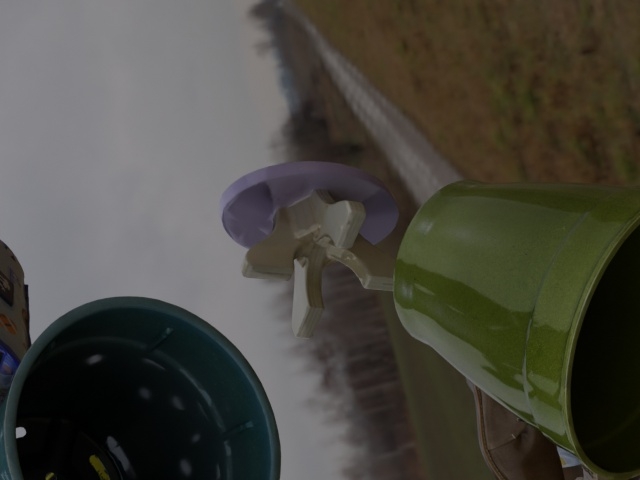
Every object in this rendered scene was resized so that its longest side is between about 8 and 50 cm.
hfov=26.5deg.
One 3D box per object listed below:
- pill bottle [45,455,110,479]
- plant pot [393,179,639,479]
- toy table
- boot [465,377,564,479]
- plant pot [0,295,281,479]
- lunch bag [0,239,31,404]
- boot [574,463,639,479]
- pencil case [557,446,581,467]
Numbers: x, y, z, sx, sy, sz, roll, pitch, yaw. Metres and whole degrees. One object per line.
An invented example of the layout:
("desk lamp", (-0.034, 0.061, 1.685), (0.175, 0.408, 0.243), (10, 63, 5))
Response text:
("pill bottle", (-0.280, 0.278, 1.973), (0.188, 0.334, 0.188), (44, 175, 5))
("plant pot", (0.294, 0.071, 1.761), (0.353, 0.366, 0.366), (21, 137, 44))
("toy table", (0.000, 0.000, 1.963), (0.161, 0.274, 0.252), (-109, 21, -44))
("boot", (0.299, 0.263, 2.020), (0.115, 0.112, 0.305), (-25, 85, 64))
("plant pot", (-0.278, 0.286, 1.649), (0.334, 0.341, 0.341), (-36, 62, 49))
("lunch bag", (-0.602, 0.080, 1.946), (0.239, 0.386, 0.328), (-64, 23, 22))
("boot", (0.488, 0.329, 2.060), (0.090, 0.207, 0.248), (52, 165, 34))
("pencil case", (0.375, 0.239, 2.228), (0.273, 0.124, 0.113), (65, 174, -21))
